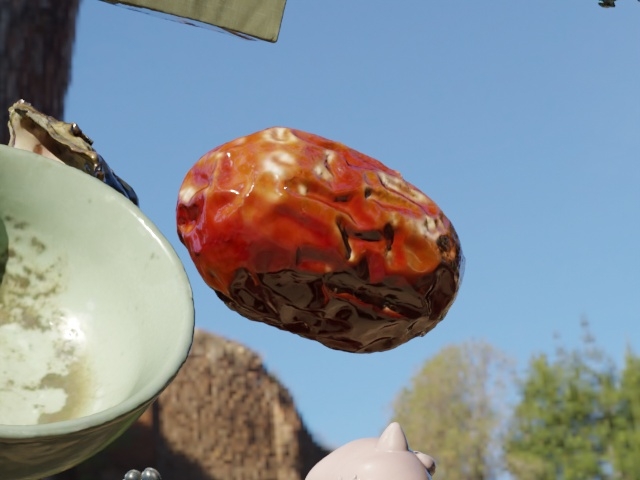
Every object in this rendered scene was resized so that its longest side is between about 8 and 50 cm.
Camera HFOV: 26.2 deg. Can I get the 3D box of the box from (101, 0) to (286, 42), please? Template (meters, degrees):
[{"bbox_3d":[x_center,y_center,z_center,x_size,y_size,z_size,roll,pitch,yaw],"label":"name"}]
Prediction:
[{"bbox_3d":[-0.168,-0.362,1.807,0.231,0.155,0.149,11,6,-21],"label":"box"}]

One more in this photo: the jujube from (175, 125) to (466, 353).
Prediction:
[{"bbox_3d":[0.000,0.000,1.158,0.250,0.174,0.174,19,-31,-23],"label":"jujube"}]

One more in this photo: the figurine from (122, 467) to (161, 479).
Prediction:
[{"bbox_3d":[-0.237,0.336,1.630,0.086,0.149,0.087,-8,-65,23],"label":"figurine"}]

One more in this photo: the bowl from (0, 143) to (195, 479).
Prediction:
[{"bbox_3d":[-0.248,0.073,1.000,0.289,0.289,0.146,6,-49,-23],"label":"bowl"}]

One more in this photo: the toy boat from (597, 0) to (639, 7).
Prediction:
[{"bbox_3d":[0.431,-0.368,1.800,0.098,0.109,0.238,9,-6,-8],"label":"toy boat"}]

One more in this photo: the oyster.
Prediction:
[{"bbox_3d":[-0.282,-0.034,1.602,0.096,0.221,0.361,-7,25,-31],"label":"oyster"}]

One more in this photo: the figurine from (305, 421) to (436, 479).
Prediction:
[{"bbox_3d":[0.017,0.350,1.657,0.176,0.287,0.186,47,-15,-30],"label":"figurine"}]
